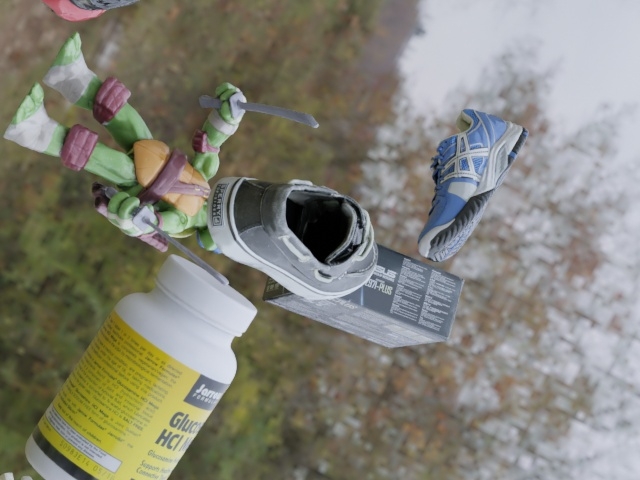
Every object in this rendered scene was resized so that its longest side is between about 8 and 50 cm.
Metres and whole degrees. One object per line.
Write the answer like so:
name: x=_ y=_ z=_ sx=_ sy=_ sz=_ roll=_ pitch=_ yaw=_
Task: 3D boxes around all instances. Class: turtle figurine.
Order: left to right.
turtle figurine: x=-0.163 y=-0.102 z=1.660 sx=0.198 sy=0.266 sz=0.275 roll=-57 pitch=-172 yaw=-6

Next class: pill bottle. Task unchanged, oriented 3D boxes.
pill bottle: x=-0.233 y=0.194 z=2.213 sx=0.334 sy=0.188 sz=0.188 roll=-57 pitch=-175 yaw=3

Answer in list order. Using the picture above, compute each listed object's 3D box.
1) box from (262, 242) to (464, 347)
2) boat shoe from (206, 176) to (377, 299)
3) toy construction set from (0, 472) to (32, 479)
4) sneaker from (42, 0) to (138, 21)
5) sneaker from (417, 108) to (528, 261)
box: x=0.047 y=0.056 z=1.897 sx=0.147 sy=0.180 sz=0.077 roll=-16 pitch=-125 yaw=64
boat shoe: x=0.000 y=0.000 z=1.227 sx=0.219 sy=0.070 sz=0.077 roll=17 pitch=72 yaw=-61
toy construction set: x=-0.473 y=0.281 z=1.944 sx=0.215 sy=0.328 sz=0.151 roll=-2 pitch=-107 yaw=44
sneaker: x=-0.201 y=-0.281 z=1.244 sx=0.135 sy=0.276 sz=0.097 roll=8 pitch=-128 yaw=38
sneaker: x=0.151 y=-0.061 z=1.810 sx=0.211 sy=0.081 sz=0.080 roll=-56 pitch=174 yaw=-36
